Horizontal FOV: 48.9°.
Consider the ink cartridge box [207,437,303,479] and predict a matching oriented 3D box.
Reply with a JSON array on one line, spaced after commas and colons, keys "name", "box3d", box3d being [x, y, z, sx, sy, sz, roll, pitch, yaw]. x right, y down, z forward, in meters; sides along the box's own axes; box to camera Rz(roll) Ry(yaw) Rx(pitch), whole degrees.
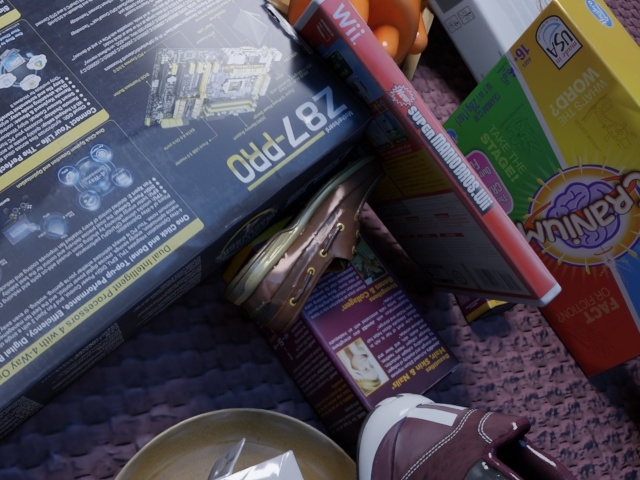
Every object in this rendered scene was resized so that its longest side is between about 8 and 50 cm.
[{"name": "ink cartridge box", "box3d": [-0.051, 0.209, 0.454, 0.090, 0.092, 0.143, -13, 67, -31]}]

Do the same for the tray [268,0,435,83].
[{"name": "tray", "box3d": [0.055, -0.351, 0.882, 0.203, 0.076, 0.411, 28, 53, -9]}]

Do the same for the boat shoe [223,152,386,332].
[{"name": "boat shoe", "box3d": [0.000, 0.000, 0.559, 0.060, 0.064, 0.178, 43, 60, -3]}]

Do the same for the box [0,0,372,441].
[{"name": "box", "box3d": [-0.208, -0.081, 0.519, 0.395, 0.097, 0.318, -41, 82, -20]}]

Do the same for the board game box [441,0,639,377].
[{"name": "board game box", "box3d": [0.270, -0.045, 0.705, 0.064, 0.242, 0.316, -24, 74, -33]}]

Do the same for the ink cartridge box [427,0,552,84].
[{"name": "ink cartridge box", "box3d": [0.246, -0.285, 0.898, 0.275, 0.060, 0.239, 55, 45, -11]}]

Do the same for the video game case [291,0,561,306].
[{"name": "video game case", "box3d": [0.065, -0.064, 0.608, 0.025, 0.204, 0.285, -41, 100, -11]}]

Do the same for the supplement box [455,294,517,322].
[{"name": "supplement box", "box3d": [0.166, 0.036, 0.730, 0.055, 0.043, 0.083, -12, 68, -30]}]

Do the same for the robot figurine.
[{"name": "robot figurine", "box3d": [0.039, -0.254, 0.696, 0.158, 0.128, 0.219, 10, 58, -3]}]

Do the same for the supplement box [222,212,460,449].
[{"name": "supplement box", "box3d": [0.015, 0.069, 0.613, 0.104, 0.081, 0.188, -28, 76, -35]}]

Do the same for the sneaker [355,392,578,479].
[{"name": "sneaker", "box3d": [0.110, 0.246, 0.462, 0.106, 0.162, 0.281, -1, 83, -47]}]

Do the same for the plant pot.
[{"name": "plant pot", "box3d": [-0.054, 0.242, 0.511, 0.236, 0.032, 0.236, 12, 58, -20]}]
